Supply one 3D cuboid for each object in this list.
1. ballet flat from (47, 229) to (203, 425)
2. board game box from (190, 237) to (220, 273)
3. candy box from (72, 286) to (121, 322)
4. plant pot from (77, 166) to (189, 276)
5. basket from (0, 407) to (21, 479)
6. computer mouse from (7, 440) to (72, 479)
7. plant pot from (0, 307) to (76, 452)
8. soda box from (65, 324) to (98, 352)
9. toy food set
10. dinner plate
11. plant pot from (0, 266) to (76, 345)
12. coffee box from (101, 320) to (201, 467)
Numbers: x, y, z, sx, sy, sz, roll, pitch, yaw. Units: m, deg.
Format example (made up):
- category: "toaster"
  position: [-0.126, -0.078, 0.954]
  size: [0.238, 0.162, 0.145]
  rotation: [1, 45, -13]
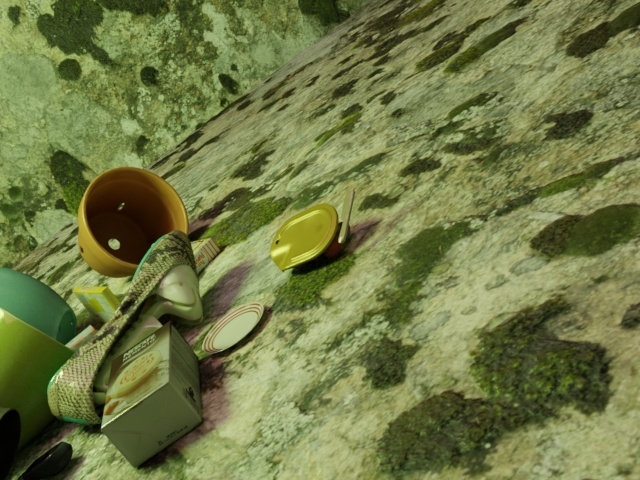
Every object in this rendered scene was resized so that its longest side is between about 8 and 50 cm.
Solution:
- category: "ballet flat"
  position: [-0.348, 0.180, 1.732]
  size: [0.182, 0.164, 0.483]
  rotation: [9, 49, 33]
- category: "board game box"
  position: [-0.356, 0.063, 2.114]
  size: [0.193, 0.045, 0.147]
  rotation: [-9, 32, 50]
- category: "candy box"
  position: [-0.542, 0.160, 2.107]
  size: [0.027, 0.105, 0.205]
  rotation: [-46, 23, -27]
- category: "plant pot"
  position: [-0.526, -0.024, 2.292]
  size: [0.203, 0.291, 0.291]
  rotation: [-38, 11, 50]
- category: "basket"
  position: [-0.692, 0.363, 1.558]
  size: [0.204, 0.226, 0.154]
  rotation: [112, 169, -77]
- category: "computer mouse"
  position: [-0.544, 0.447, 1.574]
  size: [0.242, 0.041, 0.071]
  rotation: [-36, 10, 19]
- category: "plant pot"
  position: [-0.653, 0.320, 1.756]
  size: [0.274, 0.274, 0.294]
  rotation: [2, 58, 59]
- category: "soda box"
  position: [-0.577, 0.278, 1.955]
  size: [0.183, 0.063, 0.058]
  rotation: [-40, 20, -15]
- category: "toy food set"
  position: [0.000, 0.000, 1.676]
  size: [0.217, 0.071, 0.128]
  rotation: [-22, 47, 37]
- category: "dinner plate"
  position: [-0.162, 0.168, 1.610]
  size: [0.141, 0.017, 0.141]
  rotation: [-31, 20, 13]
- category: "plant pot"
  position: [-0.709, 0.220, 2.060]
  size: [0.195, 0.290, 0.290]
  rotation: [7, 29, 5]
- category: "coffee box"
  position: [-0.292, 0.261, 1.486]
  size: [0.141, 0.098, 0.246]
  rotation: [-34, 20, 2]
